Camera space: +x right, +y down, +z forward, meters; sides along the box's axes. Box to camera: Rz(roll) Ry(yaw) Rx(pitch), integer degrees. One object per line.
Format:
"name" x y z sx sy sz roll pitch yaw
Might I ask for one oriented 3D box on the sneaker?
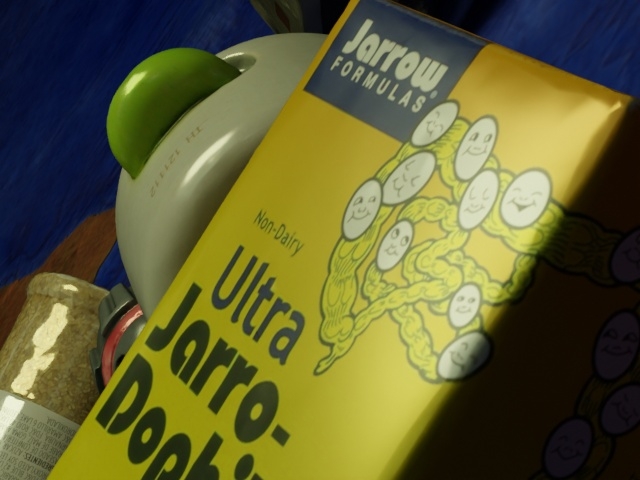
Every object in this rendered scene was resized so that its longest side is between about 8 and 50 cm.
"sneaker" 0.019 -0.181 1.253 0.118 0.083 0.222 -37 -6 -6

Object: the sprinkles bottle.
"sprinkles bottle" -0.210 0.199 1.201 0.121 0.121 0.355 -7 55 61

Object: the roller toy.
"roller toy" 0.000 0.000 0.950 0.146 0.209 0.191 -125 34 -65

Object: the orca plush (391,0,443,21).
"orca plush" 0.143 -0.239 1.139 0.151 0.102 0.287 34 106 23

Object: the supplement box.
"supplement box" 0.030 0.117 0.704 0.356 0.195 0.194 -58 32 1

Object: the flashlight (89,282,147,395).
"flashlight" -0.063 0.106 1.040 0.304 0.103 0.103 -128 53 -69
